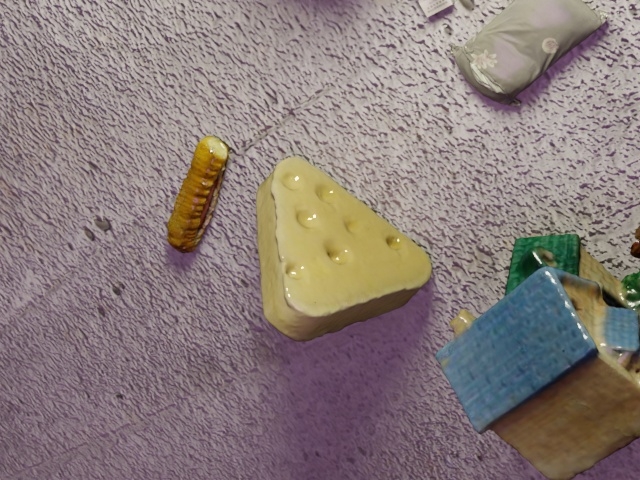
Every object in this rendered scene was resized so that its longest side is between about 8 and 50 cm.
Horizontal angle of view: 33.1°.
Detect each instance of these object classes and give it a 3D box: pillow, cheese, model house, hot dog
[{"bbox_3d":[0.352,-0.347,1.869,0.169,0.059,0.255,43,125,-5],"label":"pillow"},{"bbox_3d":[-0.001,0.000,2.089,0.384,0.384,0.104,37,132,-5],"label":"cheese"},{"bbox_3d":[0.437,0.157,1.946,0.343,0.382,0.334,40,124,-9],"label":"model house"},{"bbox_3d":[-0.259,-0.089,2.235,0.083,0.068,0.289,30,126,9],"label":"hot dog"}]

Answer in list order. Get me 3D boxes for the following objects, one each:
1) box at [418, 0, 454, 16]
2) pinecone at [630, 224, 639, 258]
[{"bbox_3d":[0.191,-0.441,1.888,0.054,0.024,0.083,-23,110,31],"label":"box"},{"bbox_3d":[0.664,0.020,1.862,0.224,0.272,0.224,-7,139,-7],"label":"pinecone"}]
